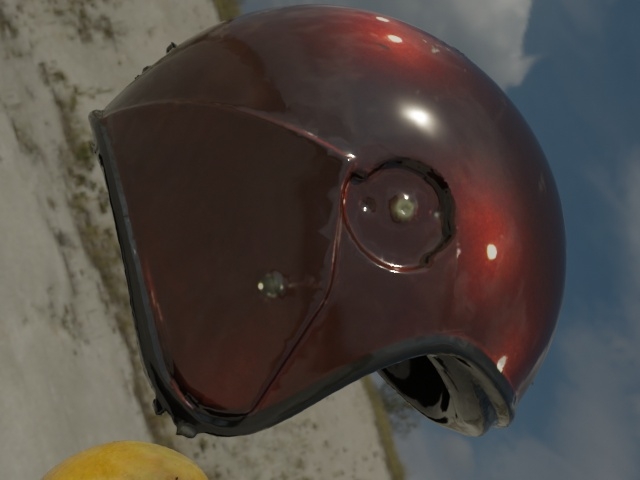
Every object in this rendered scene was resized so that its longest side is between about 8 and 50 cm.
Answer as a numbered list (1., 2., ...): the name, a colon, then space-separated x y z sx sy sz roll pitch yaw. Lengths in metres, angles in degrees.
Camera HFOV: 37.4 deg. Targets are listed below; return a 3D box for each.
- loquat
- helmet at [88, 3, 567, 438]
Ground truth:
1. loquat: -0.235 0.373 1.067 0.275 0.275 0.274 164 -90 -75
2. helmet: 0.000 0.000 0.404 0.216 0.193 0.189 33 -11 -3
